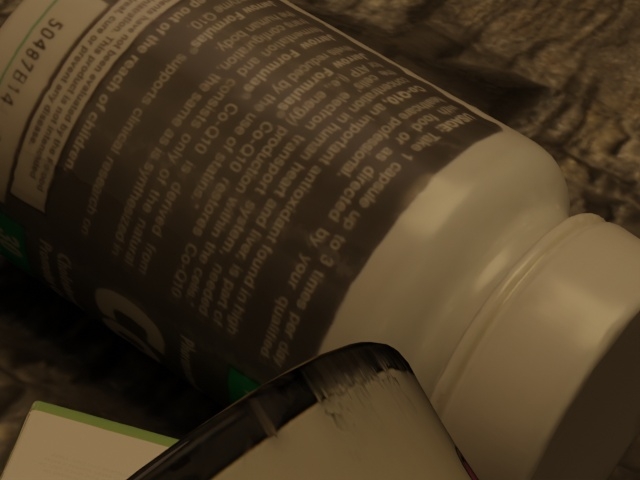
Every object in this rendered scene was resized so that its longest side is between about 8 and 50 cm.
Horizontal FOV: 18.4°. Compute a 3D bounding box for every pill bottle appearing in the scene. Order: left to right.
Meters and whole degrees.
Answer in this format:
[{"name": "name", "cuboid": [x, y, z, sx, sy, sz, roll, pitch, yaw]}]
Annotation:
[{"name": "pill bottle", "cuboid": [0.000, 0.000, 1.038, 0.361, 0.204, 0.204, 32, 36, 23]}]

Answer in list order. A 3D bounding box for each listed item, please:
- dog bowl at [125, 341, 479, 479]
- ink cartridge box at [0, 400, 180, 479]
[{"name": "dog bowl", "cuboid": [-0.064, 0.226, 0.525, 0.150, 0.408, 0.408, 42, 39, 12]}, {"name": "ink cartridge box", "cuboid": [-0.081, 0.179, 0.876, 0.171, 0.056, 0.235, 16, 35, 0]}]
